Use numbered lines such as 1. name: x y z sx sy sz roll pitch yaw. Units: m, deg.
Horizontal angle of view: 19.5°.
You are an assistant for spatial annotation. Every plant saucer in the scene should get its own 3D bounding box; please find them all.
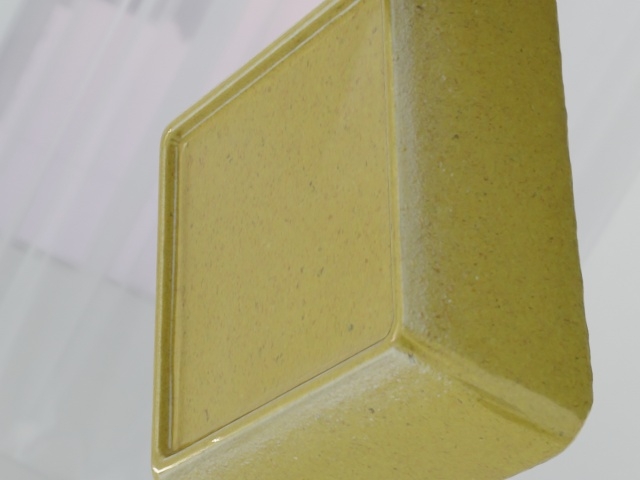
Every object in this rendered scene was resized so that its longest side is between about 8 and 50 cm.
1. plant saucer: 0.000 0.000 1.054 0.081 0.332 0.333 18 -123 -33
